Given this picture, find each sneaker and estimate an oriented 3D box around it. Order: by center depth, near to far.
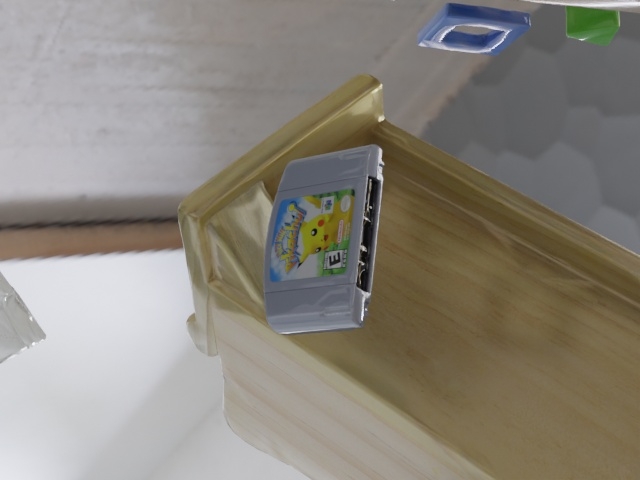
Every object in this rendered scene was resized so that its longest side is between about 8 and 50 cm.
[{"bbox_3d":[-0.327,0.054,1.110,0.094,0.080,0.212,-35,141,-11],"label":"sneaker"}]

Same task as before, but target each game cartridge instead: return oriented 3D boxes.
[{"bbox_3d":[0.000,0.000,0.550,0.056,0.083,0.017,-10,155,41],"label":"game cartridge"}]

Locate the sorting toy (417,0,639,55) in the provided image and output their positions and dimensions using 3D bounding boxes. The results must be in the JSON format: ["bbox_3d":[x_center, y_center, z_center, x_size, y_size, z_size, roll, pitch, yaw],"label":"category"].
[{"bbox_3d":[0.143,-0.192,0.733,0.196,0.047,0.348,1,168,-1],"label":"sorting toy"}]

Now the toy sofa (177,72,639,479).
[{"bbox_3d":[0.105,0.080,0.626,0.150,0.362,0.177,-40,144,-29],"label":"toy sofa"}]
